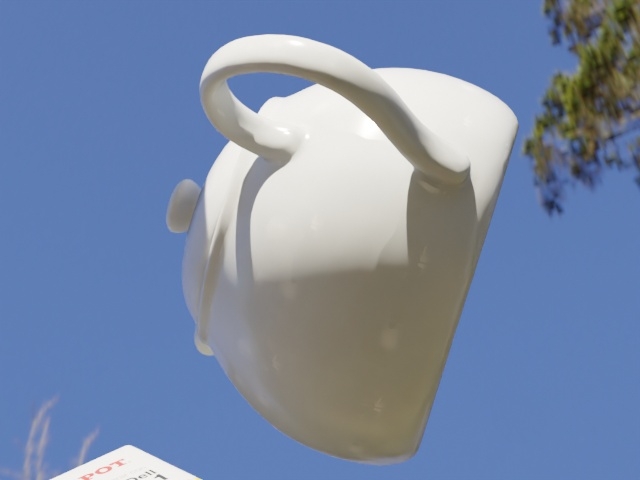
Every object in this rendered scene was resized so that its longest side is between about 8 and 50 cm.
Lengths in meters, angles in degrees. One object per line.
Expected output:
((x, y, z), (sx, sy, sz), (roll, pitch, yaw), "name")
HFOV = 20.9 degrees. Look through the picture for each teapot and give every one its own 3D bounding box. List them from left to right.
((0.000, 0.000, 1.026), (0.187, 0.252, 0.256), (18, -76, 4), "teapot")

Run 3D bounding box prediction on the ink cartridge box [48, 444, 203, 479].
((-0.143, 0.272, 1.302), (0.201, 0.278, 0.117), (-22, -68, -33), "ink cartridge box")
